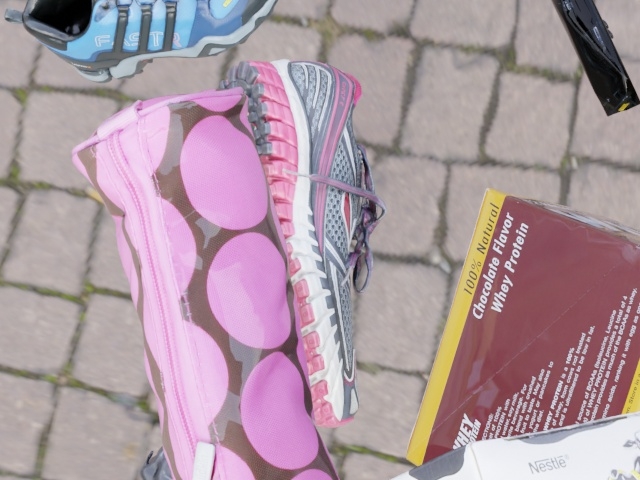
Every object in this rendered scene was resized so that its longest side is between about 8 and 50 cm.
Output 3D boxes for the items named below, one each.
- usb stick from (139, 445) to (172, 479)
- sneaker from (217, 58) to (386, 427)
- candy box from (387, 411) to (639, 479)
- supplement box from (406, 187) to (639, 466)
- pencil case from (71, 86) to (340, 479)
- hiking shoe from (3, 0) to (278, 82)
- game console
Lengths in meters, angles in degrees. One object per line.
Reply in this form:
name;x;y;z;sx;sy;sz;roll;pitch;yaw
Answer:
usb stick;0.006;0.214;1.046;0.278;0.077;0.045;34;107;1
sneaker;0.000;0.000;1.271;0.112;0.121;0.299;-5;87;-29
candy box;0.064;0.113;0.519;0.165;0.196;0.070;-5;70;-35
supplement box;0.181;0.089;0.997;0.194;0.129;0.191;25;101;55
pencil case;-0.051;0.037;0.697;0.095;0.098;0.209;-18;85;33
hiking shoe;-0.168;-0.242;1.604;0.304;0.132;0.113;-21;66;31
game console;0.279;-0.252;1.718;0.044;0.361;0.213;-25;97;12
